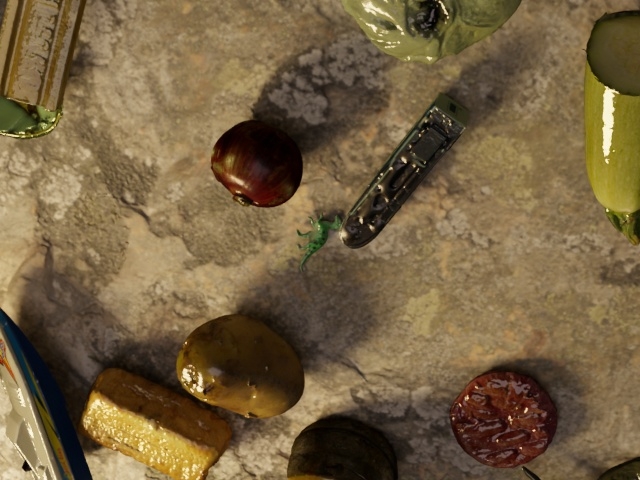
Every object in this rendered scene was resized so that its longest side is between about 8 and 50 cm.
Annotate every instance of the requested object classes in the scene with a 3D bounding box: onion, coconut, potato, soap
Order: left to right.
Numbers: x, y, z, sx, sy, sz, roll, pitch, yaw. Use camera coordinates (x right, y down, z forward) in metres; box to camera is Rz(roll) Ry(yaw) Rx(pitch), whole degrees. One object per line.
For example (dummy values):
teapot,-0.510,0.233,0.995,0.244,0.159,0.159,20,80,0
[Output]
coconut,-0.409,-0.192,1.875,0.133,0.055,0.158,-35,103,26
soap,-0.338,-0.289,1.790,0.092,0.037,0.252,16,106,-1
potato,-0.107,0.169,1.960,0.176,0.137,0.137,27,121,-27
onion,-0.078,-0.094,1.820,0.117,0.119,0.119,22,120,-16

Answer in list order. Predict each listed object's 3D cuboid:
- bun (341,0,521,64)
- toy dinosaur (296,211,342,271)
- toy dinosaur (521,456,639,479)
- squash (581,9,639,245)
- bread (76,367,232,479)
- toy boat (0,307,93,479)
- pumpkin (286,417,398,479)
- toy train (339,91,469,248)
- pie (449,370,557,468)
bun,0.129,-0.304,1.673,0.221,0.108,0.221,5,117,10
toy dinosaur,0.000,0.000,1.906,0.062,0.021,0.083,-4,115,0
toy dinosaur,0.397,0.298,1.971,0.179,0.087,0.187,38,102,23
squash,0.357,-0.115,1.714,0.137,0.137,0.287,10,120,7
bread,-0.233,0.261,2.052,0.211,0.083,0.114,28,124,-3
toy boat,-0.411,0.224,2.050,0.088,0.129,0.295,-24,110,-22
pumpkin,0.058,0.371,2.022,0.126,0.131,0.248,-17,114,20
toy train,0.099,-0.081,1.827,0.052,0.051,0.234,34,122,-6
pie,0.246,0.242,1.968,0.154,0.036,0.154,5,116,10
